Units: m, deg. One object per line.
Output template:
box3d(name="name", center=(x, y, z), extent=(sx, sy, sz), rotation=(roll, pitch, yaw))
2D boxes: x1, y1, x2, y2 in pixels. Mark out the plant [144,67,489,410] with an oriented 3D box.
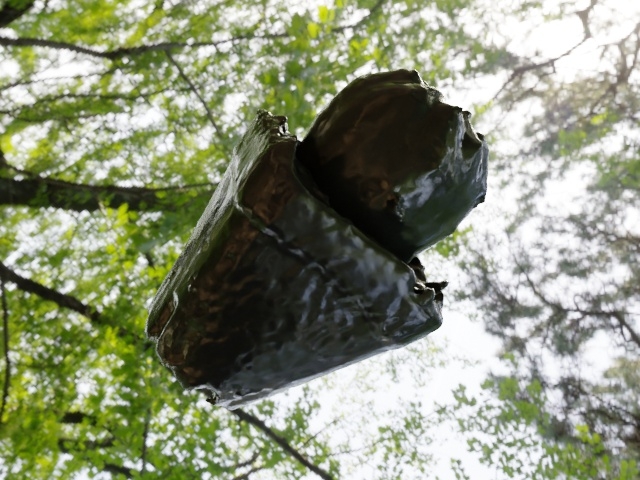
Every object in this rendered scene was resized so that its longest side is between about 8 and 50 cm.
box3d(name="plant", center=(0.000, 0.000, 0.454), extent=(0.256, 0.164, 0.142), rotation=(-46, -159, 8))
